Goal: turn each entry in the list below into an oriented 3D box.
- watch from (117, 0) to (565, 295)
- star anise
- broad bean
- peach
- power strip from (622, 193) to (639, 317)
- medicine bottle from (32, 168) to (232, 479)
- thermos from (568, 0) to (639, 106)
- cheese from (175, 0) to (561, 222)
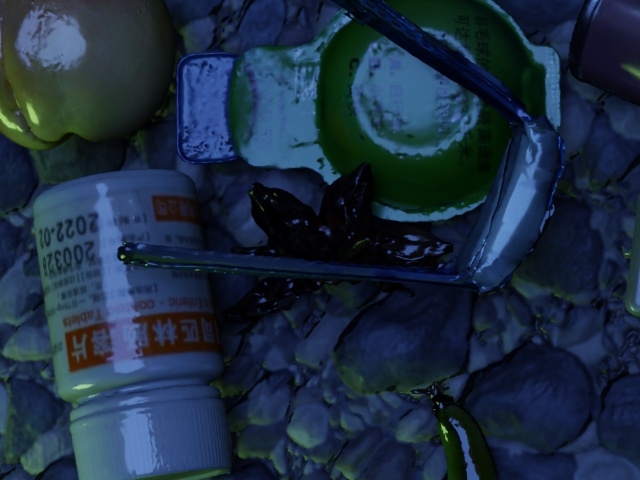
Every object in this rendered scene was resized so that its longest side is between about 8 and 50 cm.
[{"bbox_3d":[0.027,-0.034,1.500,0.274,0.068,0.276,31,93,-11],"label":"watch"},{"bbox_3d":[0.000,-0.003,1.579,0.212,0.157,0.053,-6,40,16],"label":"star anise"},{"bbox_3d":[0.110,0.227,1.562,0.069,0.039,0.227,-5,81,9],"label":"broad bean"},{"bbox_3d":[-0.212,-0.165,1.635,0.184,0.184,0.184,-2,82,15],"label":"peach"},{"bbox_3d":[0.357,0.024,1.504,0.256,0.070,0.105,7,84,17],"label":"power strip"},{"bbox_3d":[-0.152,0.076,1.603,0.144,0.144,0.252,-10,82,14],"label":"medicine bottle"},{"bbox_3d":[0.364,-0.120,1.479,0.330,0.109,0.136,27,77,25],"label":"thermos"},{"bbox_3d":[0.037,-0.115,1.604,0.320,0.083,0.204,-2,84,13],"label":"cheese"}]
